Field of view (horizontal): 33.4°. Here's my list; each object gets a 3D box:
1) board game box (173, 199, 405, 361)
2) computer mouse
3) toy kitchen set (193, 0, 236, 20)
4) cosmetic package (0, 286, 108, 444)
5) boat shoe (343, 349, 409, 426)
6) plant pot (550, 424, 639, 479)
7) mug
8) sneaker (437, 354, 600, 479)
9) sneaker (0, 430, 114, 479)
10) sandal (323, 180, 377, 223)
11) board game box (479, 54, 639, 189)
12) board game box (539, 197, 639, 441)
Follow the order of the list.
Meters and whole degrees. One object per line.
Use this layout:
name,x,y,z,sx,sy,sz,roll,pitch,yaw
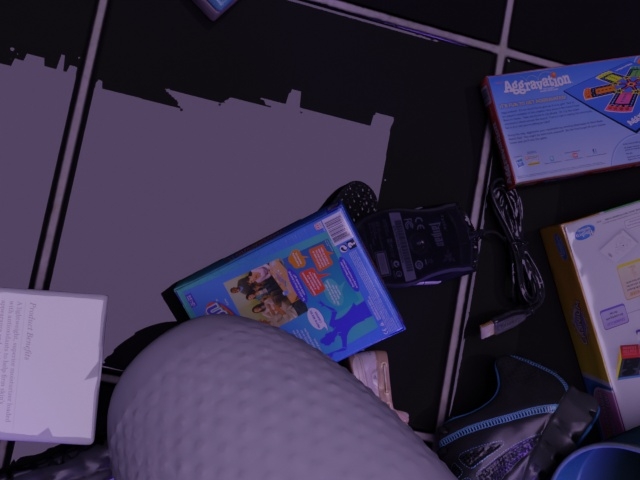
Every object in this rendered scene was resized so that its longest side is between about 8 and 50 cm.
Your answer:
board game box,-0.034,0.072,1.199,0.210,0.047,0.160,-26,100,5
computer mouse,0.150,0.039,1.295,0.262,0.060,0.184,-15,85,-28
toy kitchen set,-0.137,-0.382,1.198,0.207,0.166,0.122,45,75,-7
cosmetic package,-0.321,0.125,1.105,0.183,0.151,0.151,6,83,-14
boat shoe,0.076,0.210,1.253,0.059,0.063,0.170,-14,88,-10
plant pot,0.438,0.310,1.191,0.255,0.271,0.272,-17,89,-35
mug,-0.032,0.255,1.067,0.276,0.374,0.328,-45,60,-1
sneaker,0.180,0.291,1.265,0.139,0.125,0.341,37,78,19
sneaker,-0.286,0.279,1.127,0.267,0.101,0.106,-16,91,-16
sandal,0.000,0.000,1.269,0.067,0.040,0.179,50,64,-10
board game box,0.350,-0.157,1.370,0.281,0.027,0.145,-10,81,-18
board game box,0.438,0.102,1.363,0.242,0.064,0.316,-15,89,-16
